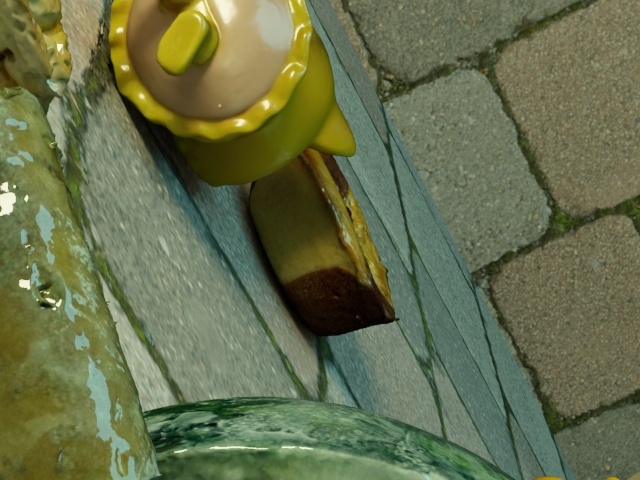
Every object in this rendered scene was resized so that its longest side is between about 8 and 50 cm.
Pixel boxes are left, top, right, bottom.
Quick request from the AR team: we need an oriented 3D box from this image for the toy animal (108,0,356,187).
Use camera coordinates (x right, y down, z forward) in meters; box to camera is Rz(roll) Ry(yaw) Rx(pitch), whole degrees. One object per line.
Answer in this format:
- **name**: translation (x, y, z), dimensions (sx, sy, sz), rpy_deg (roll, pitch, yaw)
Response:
- **toy animal**: translation (-0.061, -0.123, 1.188), dimensions (0.156, 0.156, 0.230), rpy_deg (67, 12, 13)

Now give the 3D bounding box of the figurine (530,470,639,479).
- **figurine**: translation (0.121, 0.191, 1.191), dimensions (0.141, 0.250, 0.166), rpy_deg (45, 14, -3)

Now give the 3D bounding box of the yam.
- **yam**: translation (-0.113, 0.032, 0.660), dimensions (0.179, 0.078, 0.078), rpy_deg (67, 9, 19)

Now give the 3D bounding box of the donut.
- **donut**: translation (0.000, 0.000, 1.408), dimensions (0.166, 0.073, 0.184), rpy_deg (60, 9, -26)

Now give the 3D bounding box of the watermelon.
- **watermelon**: translation (-0.003, 0.186, 0.823), dimensions (0.320, 0.214, 0.289), rpy_deg (21, -12, -20)

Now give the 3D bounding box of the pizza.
- **pizza**: translation (-0.171, -0.146, 0.848), dimensions (0.154, 0.069, 0.194), rpy_deg (5, 67, -80)
